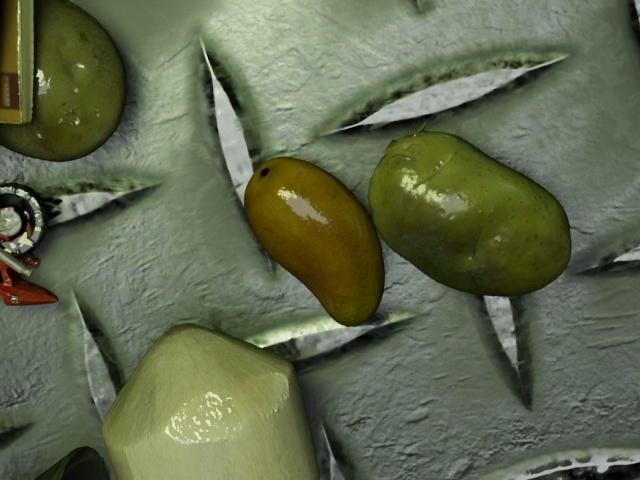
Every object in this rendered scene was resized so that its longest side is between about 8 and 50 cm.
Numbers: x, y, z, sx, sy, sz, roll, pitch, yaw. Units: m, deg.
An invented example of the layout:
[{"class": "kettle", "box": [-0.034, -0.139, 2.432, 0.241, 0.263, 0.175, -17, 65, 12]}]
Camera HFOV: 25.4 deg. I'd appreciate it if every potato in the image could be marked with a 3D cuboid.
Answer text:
[{"class": "potato", "box": [-0.326, -0.195, 1.624, 0.178, 0.160, 0.235, -33, 87, -17]}, {"class": "potato", "box": [0.171, -0.026, 1.633, 0.248, 0.143, 0.169, 25, 138, -6]}]

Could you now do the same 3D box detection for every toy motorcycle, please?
[{"class": "toy motorcycle", "box": [-0.467, 0.017, 1.684, 0.298, 0.089, 0.171, -4, 93, -4]}]

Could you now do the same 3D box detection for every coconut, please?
[{"class": "coconut", "box": [-0.131, 0.223, 1.639, 0.238, 0.237, 0.265, -10, 99, 4]}]

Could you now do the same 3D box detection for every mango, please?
[{"class": "mango", "box": [0.000, 0.000, 1.659, 0.136, 0.099, 0.227, -23, 107, 36]}]

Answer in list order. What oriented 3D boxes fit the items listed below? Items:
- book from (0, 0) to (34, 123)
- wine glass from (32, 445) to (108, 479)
[{"class": "book", "box": [-0.478, -0.273, 1.594, 0.389, 0.032, 0.268, 6, 101, 29]}, {"class": "wine glass", "box": [-0.467, 0.388, 1.680, 0.406, 0.267, 0.267, -4, 99, 7]}]
